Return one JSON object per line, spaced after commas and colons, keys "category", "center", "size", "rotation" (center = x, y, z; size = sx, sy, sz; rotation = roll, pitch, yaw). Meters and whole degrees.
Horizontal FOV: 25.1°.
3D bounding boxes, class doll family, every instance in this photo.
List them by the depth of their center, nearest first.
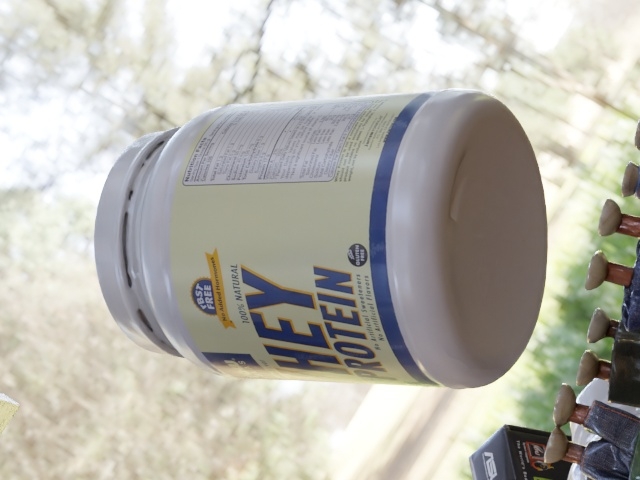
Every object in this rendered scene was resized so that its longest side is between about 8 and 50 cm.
{"category": "doll family", "center": [0.172, 0.030, 0.608], "size": [0.076, 0.111, 0.193], "rotation": [-11, -66, -65]}

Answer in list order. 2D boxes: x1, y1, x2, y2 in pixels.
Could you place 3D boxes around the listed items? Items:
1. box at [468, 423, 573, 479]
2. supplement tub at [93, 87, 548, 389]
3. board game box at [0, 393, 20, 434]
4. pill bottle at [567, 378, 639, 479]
{"category": "box", "center": [0.353, 0.421, 1.653], "size": [0.097, 0.318, 0.395], "rotation": [-52, 34, 41]}
{"category": "supplement tub", "center": [0.000, 0.000, 1.189], "size": [0.235, 0.325, 0.235], "rotation": [3, -93, -58]}
{"category": "board game box", "center": [-0.359, 0.209, 1.453], "size": [0.126, 0.026, 0.186], "rotation": [-57, -1, -10]}
{"category": "pill bottle", "center": [0.275, 0.233, 1.108], "size": [0.278, 0.162, 0.162], "rotation": [-88, 20, -52]}
